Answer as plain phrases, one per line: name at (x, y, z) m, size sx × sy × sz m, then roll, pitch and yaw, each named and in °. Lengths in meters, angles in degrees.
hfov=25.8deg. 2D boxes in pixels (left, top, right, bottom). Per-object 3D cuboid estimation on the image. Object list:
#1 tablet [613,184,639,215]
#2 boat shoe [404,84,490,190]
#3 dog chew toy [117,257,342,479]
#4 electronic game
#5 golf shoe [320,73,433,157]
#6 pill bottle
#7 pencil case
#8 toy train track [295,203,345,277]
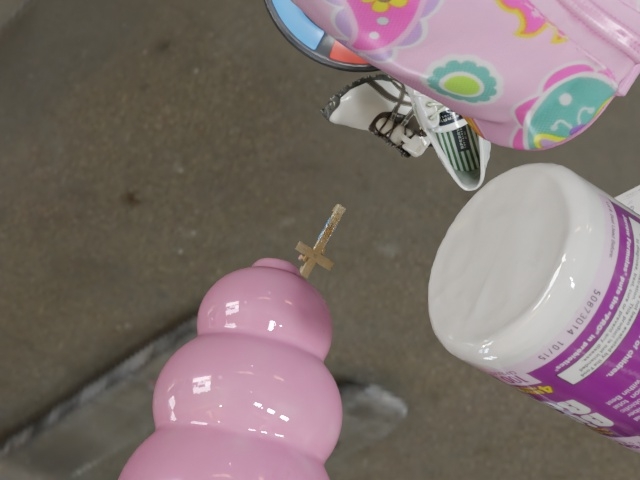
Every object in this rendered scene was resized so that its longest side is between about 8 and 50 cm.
tablet at (0.276, -0.030, 1.237) m, size 0.006 × 0.054 × 0.083 m, roll 43°, pitch 131°, yaw -20°
boat shoe at (0.145, -0.150, 1.530) m, size 0.083 × 0.075 × 0.226 m, roll -20°, pitch 132°, yaw 15°
dog chew toy at (-0.072, 0.176, 1.291) m, size 0.207 × 0.331 × 0.206 m, roll 9°, pitch 159°, yaw 4°
electronic game at (0.043, -0.307, 1.617) m, size 0.229 × 0.229 × 0.048 m, roll 17°, pitch 171°, yaw -5°
golf shoe at (0.095, -0.150, 1.722) m, size 0.198 × 0.094 × 0.077 m, roll -4°, pitch 149°, yaw -35°
pill bottle at (0.246, 0.073, 1.110) m, size 0.302 × 0.169 × 0.169 m, roll 29°, pitch 140°, yaw -28°
pencil case at (0.015, -0.144, 0.506) m, size 0.124 × 0.124 × 0.284 m, roll -22°, pitch 138°, yaw 37°
toy train track at (0.000, 0.000, 1.444) m, size 0.048 × 0.083 × 0.014 m, roll 34°, pitch 171°, yaw -27°
